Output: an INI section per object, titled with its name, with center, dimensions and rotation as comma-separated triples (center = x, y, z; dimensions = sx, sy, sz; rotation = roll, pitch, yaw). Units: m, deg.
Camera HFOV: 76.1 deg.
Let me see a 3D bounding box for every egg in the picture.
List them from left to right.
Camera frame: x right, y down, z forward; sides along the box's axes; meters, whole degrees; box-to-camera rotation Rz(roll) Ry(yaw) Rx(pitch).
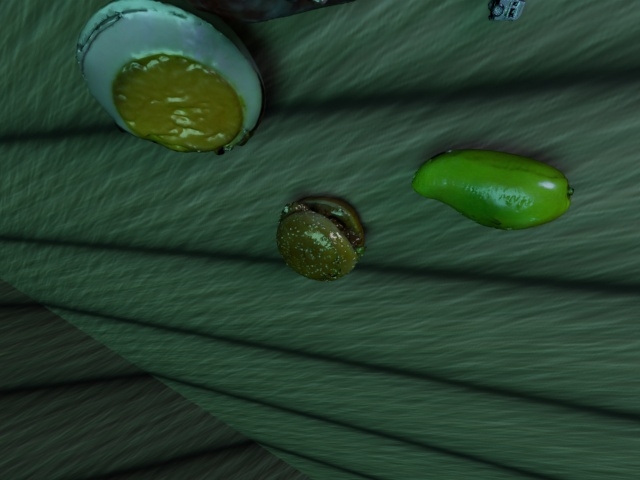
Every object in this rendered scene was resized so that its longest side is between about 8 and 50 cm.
[egg]
center = -0.229, -0.291, 0.694
dimensions = 0.287, 0.173, 0.264
rotation = 19, 140, -22

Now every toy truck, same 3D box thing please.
[toy truck]
center = 0.241, -0.317, 0.506
dimensions = 0.044, 0.039, 0.083
rotation = 10, 131, 2

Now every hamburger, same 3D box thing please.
[hamburger]
center = -0.008, -0.004, 0.852
dimensions = 0.182, 0.118, 0.190
rotation = -25, 109, 37

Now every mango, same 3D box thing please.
[mango]
center = 0.263, -0.080, 0.647
dimensions = 0.233, 0.111, 0.125
rotation = 9, 126, 23

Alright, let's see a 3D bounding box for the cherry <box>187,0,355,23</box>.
[cherry]
center = -0.033, -0.396, 0.408
dimensions = 0.327, 0.291, 0.334
rotation = 20, 108, 12
